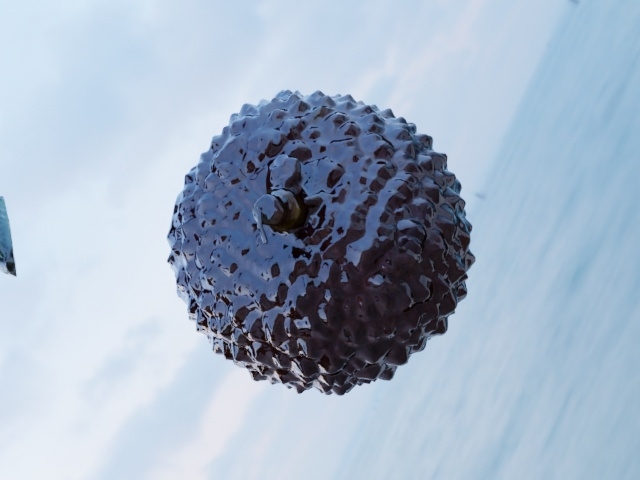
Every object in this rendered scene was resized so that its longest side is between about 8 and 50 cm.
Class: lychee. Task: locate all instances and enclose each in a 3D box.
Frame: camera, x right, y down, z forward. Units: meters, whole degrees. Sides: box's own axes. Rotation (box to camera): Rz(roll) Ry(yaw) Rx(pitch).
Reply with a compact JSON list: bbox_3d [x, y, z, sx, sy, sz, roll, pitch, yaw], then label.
[{"bbox_3d":[0.000,0.000,1.008,0.264,0.264,0.300,-64,-15,-4],"label":"lychee"}]

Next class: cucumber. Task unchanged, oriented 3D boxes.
[{"bbox_3d":[-0.369,0.003,1.369,0.107,0.035,0.067,-123,30,-55],"label":"cucumber"}]
